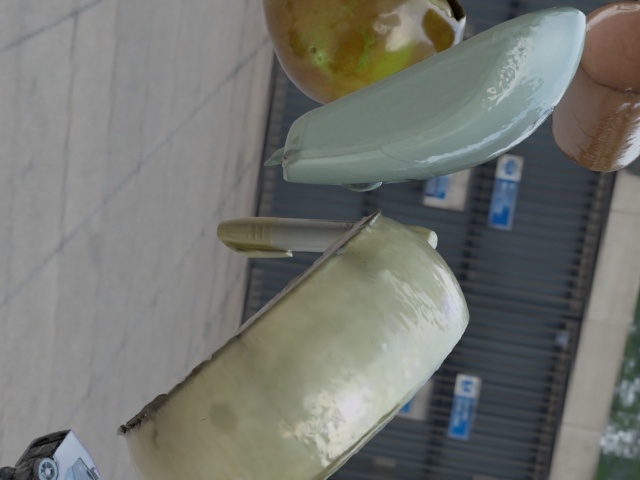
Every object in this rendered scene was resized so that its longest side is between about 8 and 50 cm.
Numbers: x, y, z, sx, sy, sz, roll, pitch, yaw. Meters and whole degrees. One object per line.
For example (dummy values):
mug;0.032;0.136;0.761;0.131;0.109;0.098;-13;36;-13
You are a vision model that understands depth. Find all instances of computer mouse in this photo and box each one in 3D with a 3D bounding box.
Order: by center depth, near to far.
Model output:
computer mouse;0.054;-0.059;0.631;0.089;0.181;0.056;9;61;-70

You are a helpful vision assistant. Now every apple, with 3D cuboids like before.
apple;0.052;-0.263;1.408;0.237;0.207;0.237;48;34;-48

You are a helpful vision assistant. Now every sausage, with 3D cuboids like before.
sausage;0.319;-0.158;1.370;0.304;0.121;0.121;67;33;-75

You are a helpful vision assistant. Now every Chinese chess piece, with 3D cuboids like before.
Chinese chess piece;-0.018;0.095;0.908;0.270;0.112;0.270;-41;-179;1

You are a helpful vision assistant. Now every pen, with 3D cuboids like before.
pen;0.000;0.000;1.147;0.032;0.233;0.040;30;68;-54

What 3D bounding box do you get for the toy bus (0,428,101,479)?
toy bus;-0.164;0.161;0.674;0.052;0.037;0.131;57;35;-21
